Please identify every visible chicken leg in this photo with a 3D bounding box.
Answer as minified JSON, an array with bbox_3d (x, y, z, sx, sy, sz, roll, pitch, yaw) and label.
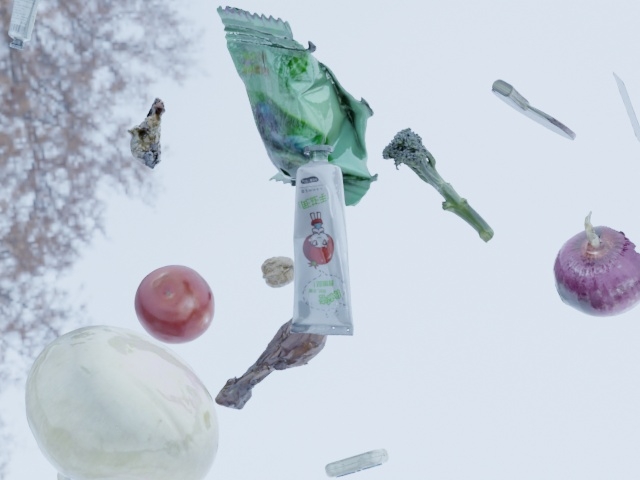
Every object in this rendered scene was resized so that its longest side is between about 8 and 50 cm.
[{"bbox_3d":[-0.102,0.254,1.982,0.304,0.093,0.113,-40,-144,10],"label":"chicken leg"}]

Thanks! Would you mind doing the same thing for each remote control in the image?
[{"bbox_3d":[0.071,0.434,1.821,0.122,0.032,0.074,-23,163,21],"label":"remote control"}]

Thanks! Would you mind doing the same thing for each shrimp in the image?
[{"bbox_3d":[-0.307,-0.190,1.648,0.066,0.117,0.262,8,-169,-16],"label":"shrimp"}]

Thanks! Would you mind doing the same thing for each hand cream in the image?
[{"bbox_3d":[0.000,0.000,1.651,0.121,0.336,0.076,-4,174,29],"label":"hand cream"},{"bbox_3d":[-0.570,-0.469,1.822,0.067,0.195,0.042,16,-174,15],"label":"hand cream"}]

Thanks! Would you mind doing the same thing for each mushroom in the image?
[{"bbox_3d":[-0.241,0.221,1.114,0.246,0.202,0.246,28,-171,-5],"label":"mushroom"}]

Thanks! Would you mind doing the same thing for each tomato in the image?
[{"bbox_3d":[-0.344,0.148,2.204,0.195,0.136,0.195,-2,-118,4],"label":"tomato"}]

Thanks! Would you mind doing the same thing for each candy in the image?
[{"bbox_3d":[-0.057,-0.269,1.819,0.262,0.398,0.172,11,-130,44],"label":"candy"}]

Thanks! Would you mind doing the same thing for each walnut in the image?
[{"bbox_3d":[-0.106,0.078,2.330,0.096,0.079,0.082,-15,-174,38],"label":"walnut"}]

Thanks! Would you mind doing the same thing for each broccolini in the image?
[{"bbox_3d":[0.183,-0.077,1.354,0.216,0.058,0.067,42,-138,-14],"label":"broccolini"}]

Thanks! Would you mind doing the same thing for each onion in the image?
[{"bbox_3d":[0.589,0.074,1.981,0.200,0.201,0.207,-23,-126,-41],"label":"onion"}]

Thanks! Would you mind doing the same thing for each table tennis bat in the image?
[{"bbox_3d":[0.368,-0.239,1.685,0.173,0.022,0.301,35,-170,27],"label":"table tennis bat"}]

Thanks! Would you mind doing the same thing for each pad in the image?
[{"bbox_3d":[0.620,-0.258,1.876,0.003,0.157,0.112,-22,-162,14],"label":"pad"}]
